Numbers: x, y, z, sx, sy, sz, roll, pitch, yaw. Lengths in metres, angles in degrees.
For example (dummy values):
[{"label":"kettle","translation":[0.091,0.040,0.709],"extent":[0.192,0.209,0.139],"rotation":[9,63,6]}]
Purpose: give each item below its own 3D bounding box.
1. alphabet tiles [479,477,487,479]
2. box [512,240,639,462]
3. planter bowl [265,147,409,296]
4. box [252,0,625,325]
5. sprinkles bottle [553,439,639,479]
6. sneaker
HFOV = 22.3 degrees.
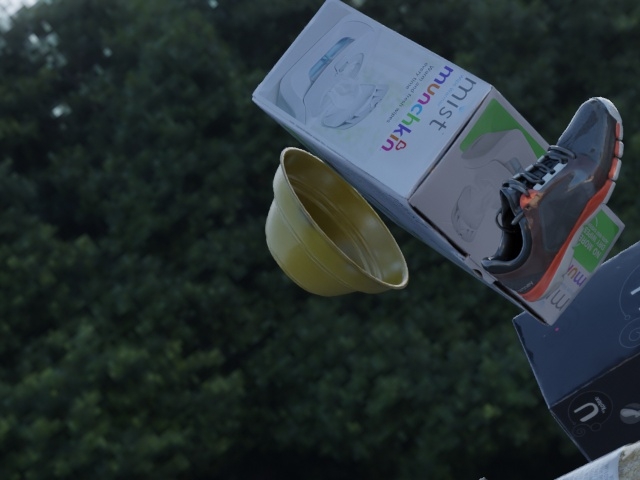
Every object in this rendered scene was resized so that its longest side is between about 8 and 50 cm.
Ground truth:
[{"label":"alphabet tiles","translation":[0.223,0.354,1.758],"extent":[0.009,0.198,0.237],"rotation":[-25,-15,5]},{"label":"box","translation":[0.359,0.100,1.667],"extent":[0.270,0.165,0.143],"rotation":[-34,-60,11]},{"label":"planter bowl","translation":[0.000,0.000,1.929],"extent":[0.090,0.217,0.217],"rotation":[-42,-17,18]},{"label":"box","translation":[0.106,-0.067,1.450],"extent":[0.127,0.231,0.262],"rotation":[-53,-45,-2]},{"label":"sprinkles bottle","translation":[0.213,0.259,1.367],"extent":[0.355,0.121,0.121],"rotation":[-33,-12,30]},{"label":"sneaker","translation":[0.165,-0.035,1.171],"extent":[0.158,0.064,0.061],"rotation":[-67,22,-1]}]
